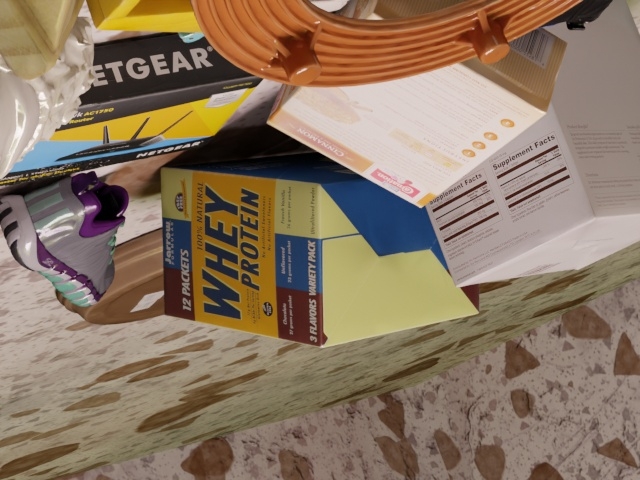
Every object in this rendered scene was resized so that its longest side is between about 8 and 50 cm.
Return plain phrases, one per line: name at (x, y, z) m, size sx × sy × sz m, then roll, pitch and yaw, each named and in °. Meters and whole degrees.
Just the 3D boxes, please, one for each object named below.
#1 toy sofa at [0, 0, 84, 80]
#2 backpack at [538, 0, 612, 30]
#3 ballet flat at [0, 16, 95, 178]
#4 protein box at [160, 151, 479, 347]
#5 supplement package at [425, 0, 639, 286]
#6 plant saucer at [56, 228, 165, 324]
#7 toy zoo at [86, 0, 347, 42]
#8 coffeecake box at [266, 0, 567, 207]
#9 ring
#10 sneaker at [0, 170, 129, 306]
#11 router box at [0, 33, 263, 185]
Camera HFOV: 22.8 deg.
toy sofa at (0.002, -0.223, 0.565) m, size 0.363 × 0.177 × 0.150 m, roll -24°, pitch -153°, yaw 17°
backpack at (0.159, -0.199, 1.058) m, size 0.105 × 0.084 × 0.114 m, roll -11°, pitch 160°, yaw -32°
ballet flat at (-0.261, -0.059, 0.829) m, size 0.147 × 0.147 × 0.409 m, roll -29°, pitch 165°, yaw 36°
protein box at (0.000, 0.000, 1.393) m, size 0.200 × 0.135 × 0.201 m, roll -9°, pitch -169°, yaw -44°
supplement package at (0.183, -0.087, 1.319) m, size 0.149 × 0.203 × 0.194 m, roll -29°, pitch 165°, yaw 38°
plant saucer at (-0.147, 0.032, 1.717) m, size 0.278 × 0.041 × 0.278 m, roll -19°, pitch 169°, yaw -4°
toy zoo at (-0.015, -0.190, 0.946) m, size 0.192 × 0.030 × 0.293 m, roll -11°, pitch 165°, yaw -37°
coffeecake box at (0.066, -0.113, 1.156) m, size 0.142 × 0.068 × 0.185 m, roll 28°, pitch 151°, yaw -14°
ring at (0.087, -0.183, 0.887) m, size 0.337 × 0.032 × 0.336 m, roll -20°, pitch 156°, yaw -9°
sneaker at (-0.197, -0.003, 1.381) m, size 0.098 × 0.083 × 0.223 m, roll -26°, pitch 167°, yaw 4°
router box at (-0.146, -0.094, 1.126) m, size 0.179 × 0.046 × 0.133 m, roll -14°, pitch 166°, yaw -27°
